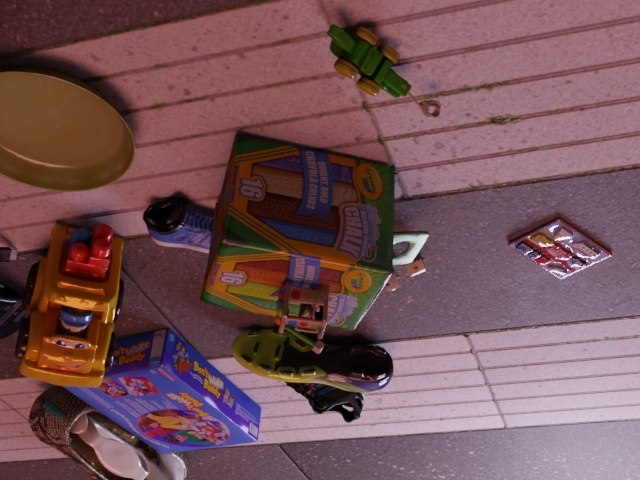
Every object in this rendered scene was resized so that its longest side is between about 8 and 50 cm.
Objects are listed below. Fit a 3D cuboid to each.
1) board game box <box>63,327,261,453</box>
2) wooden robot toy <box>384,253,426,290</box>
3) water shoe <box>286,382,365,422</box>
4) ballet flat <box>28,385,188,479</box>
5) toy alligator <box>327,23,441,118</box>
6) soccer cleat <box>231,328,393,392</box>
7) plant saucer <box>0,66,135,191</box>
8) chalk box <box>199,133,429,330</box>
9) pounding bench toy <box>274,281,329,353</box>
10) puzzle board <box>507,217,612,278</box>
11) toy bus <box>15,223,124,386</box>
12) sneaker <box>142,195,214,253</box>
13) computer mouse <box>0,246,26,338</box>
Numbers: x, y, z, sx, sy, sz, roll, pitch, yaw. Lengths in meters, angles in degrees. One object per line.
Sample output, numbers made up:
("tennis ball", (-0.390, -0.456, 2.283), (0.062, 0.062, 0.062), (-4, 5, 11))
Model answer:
("board game box", (-0.301, 0.301, 1.948), (0.233, 0.078, 0.347), (-12, 142, 23))
("wooden robot toy", (0.067, 0.038, 1.530), (0.173, 0.076, 0.079), (-9, 133, 19))
("water shoe", (-0.002, 0.279, 1.876), (0.203, 0.080, 0.073), (22, 142, -23))
("ballet flat", (-0.401, 0.462, 2.099), (0.182, 0.164, 0.483), (21, 161, 44))
("toy alligator", (0.067, -0.200, 1.197), (0.190, 0.056, 0.051), (32, 180, -35))
("soccer cleat", (-0.015, 0.223, 1.790), (0.289, 0.093, 0.121), (7, 152, -3))
("plant saucer", (-0.361, -0.150, 1.331), (0.241, 0.037, 0.241), (4, 145, 3))
("chalk box", (0.000, 0.000, 1.380), (0.289, 0.179, 0.180), (11, 146, -9))
("pounding bench toy", (-0.026, 0.103, 1.304), (0.065, 0.083, 0.052), (7, 147, -5))
("puzzle board", (0.358, 0.015, 1.507), (0.128, 0.011, 0.096), (29, 139, -31))
("toy bus", (-0.363, 0.081, 1.521), (0.150, 0.220, 0.211), (13, 139, -18))
("sneaker", (-0.184, -0.025, 1.474), (0.152, 0.058, 0.084), (5, 155, 12))
("computer mouse", (-0.549, 0.074, 1.650), (0.184, 0.060, 0.262), (-47, 157, 9))
